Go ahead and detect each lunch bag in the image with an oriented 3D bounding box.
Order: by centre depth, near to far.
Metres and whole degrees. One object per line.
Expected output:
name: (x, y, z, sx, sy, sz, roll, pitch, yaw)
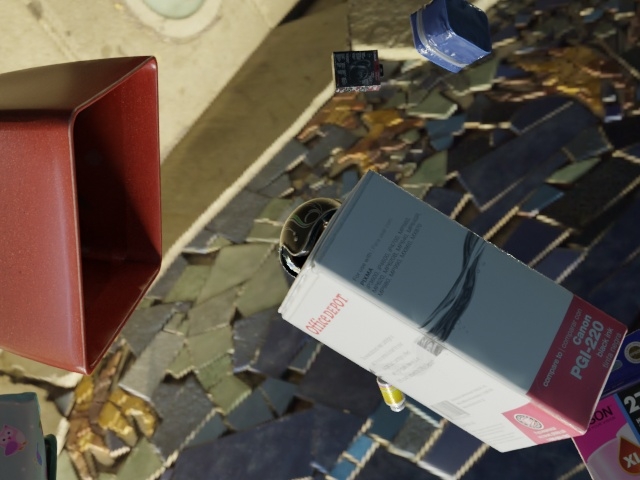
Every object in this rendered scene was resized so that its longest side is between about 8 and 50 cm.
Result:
lunch bag: (0.157, -0.249, 1.082, 0.098, 0.065, 0.067, 18, 60, -40)
lunch bag: (-0.448, 0.356, 1.239, 0.160, 0.262, 0.223, -2, 60, -14)

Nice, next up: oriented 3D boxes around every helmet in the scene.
helmet: (0.000, 0.000, 1.745, 0.169, 0.161, 0.169, -1, 93, -25)

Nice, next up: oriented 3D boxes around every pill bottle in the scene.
pill bottle: (0.143, 0.299, 1.779, 0.043, 0.043, 0.083, -44, 127, -34)

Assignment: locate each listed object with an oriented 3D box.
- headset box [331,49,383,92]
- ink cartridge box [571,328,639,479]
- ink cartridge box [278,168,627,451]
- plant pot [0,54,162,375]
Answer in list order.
headset box: (0.062, -0.277, 1.465, 0.083, 0.032, 0.062, -4, 85, -6)
ink cartridge box: (0.489, 0.323, 1.336, 0.069, 0.176, 0.371, 42, 23, -56)
ink cartridge box: (0.088, 0.060, 0.672, 0.218, 0.158, 0.092, 30, 69, -1)
plant pot: (-0.319, -0.047, 0.945, 0.267, 0.235, 0.267, -72, 166, -66)
